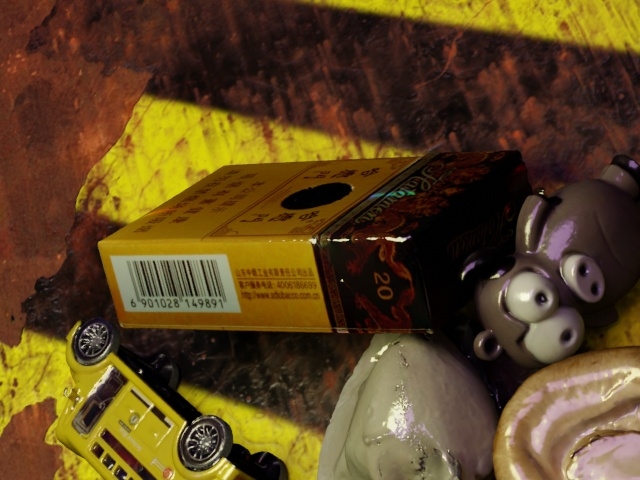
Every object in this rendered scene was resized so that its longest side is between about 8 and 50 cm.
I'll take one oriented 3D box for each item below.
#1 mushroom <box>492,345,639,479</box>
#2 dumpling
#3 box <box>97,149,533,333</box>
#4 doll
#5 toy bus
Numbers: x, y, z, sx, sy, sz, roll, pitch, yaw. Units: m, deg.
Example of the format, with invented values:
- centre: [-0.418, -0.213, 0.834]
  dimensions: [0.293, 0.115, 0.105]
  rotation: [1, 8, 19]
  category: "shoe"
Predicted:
- centre: [0.288, 0.228, 1.636]
  dimensions: [0.278, 0.146, 0.278]
  rotation: [-10, 64, 22]
  category: "mushroom"
- centre: [0.101, 0.208, 1.788]
  dimensions: [0.293, 0.163, 0.204]
  rotation: [-99, 24, -45]
  category: "dumpling"
- centre: [0.001, 0.001, 1.893]
  dimensions: [0.415, 0.116, 0.264]
  rotation: [-1, 20, 35]
  category: "box"
- centre: [0.252, 0.033, 1.766]
  dimensions: [0.257, 0.182, 0.117]
  rotation: [-44, 21, -23]
  category: "doll"
- centre: [-0.187, 0.226, 1.954]
  dimensions: [0.331, 0.145, 0.151]
  rotation: [36, 89, 40]
  category: "toy bus"
